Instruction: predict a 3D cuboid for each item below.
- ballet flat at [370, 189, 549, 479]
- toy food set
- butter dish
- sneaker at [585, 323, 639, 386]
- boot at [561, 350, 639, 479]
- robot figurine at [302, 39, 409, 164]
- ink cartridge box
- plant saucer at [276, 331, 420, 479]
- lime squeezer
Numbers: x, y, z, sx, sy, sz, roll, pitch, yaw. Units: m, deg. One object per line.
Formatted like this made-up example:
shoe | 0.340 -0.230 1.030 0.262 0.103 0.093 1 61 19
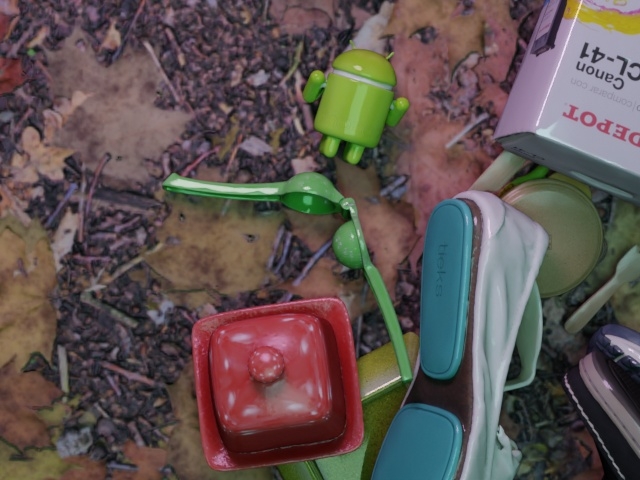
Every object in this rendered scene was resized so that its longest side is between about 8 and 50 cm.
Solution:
ballet flat | 0.144 0.155 1.741 0.139 0.139 0.400 11 90 -6
toy food set | 0.223 -0.006 1.813 0.192 0.038 0.132 43 98 -14
butter dish | -0.046 0.129 1.737 0.160 0.118 0.160 -8 75 3
sneaker | 0.398 0.161 1.825 0.283 0.110 0.122 34 59 4
boot | 0.256 0.320 1.769 0.284 0.138 0.377 -28 105 15
robot figurine | 0.034 -0.133 1.761 0.101 0.067 0.115 16 94 -8
ink cartridge box | 0.329 -0.196 1.730 0.226 0.131 0.306 21 83 -9
plant saucer | 0.056 0.216 1.813 0.188 0.045 0.188 -28 99 -2
lime squeezer | 0.000 0.000 1.752 0.310 0.059 0.110 39 58 12
